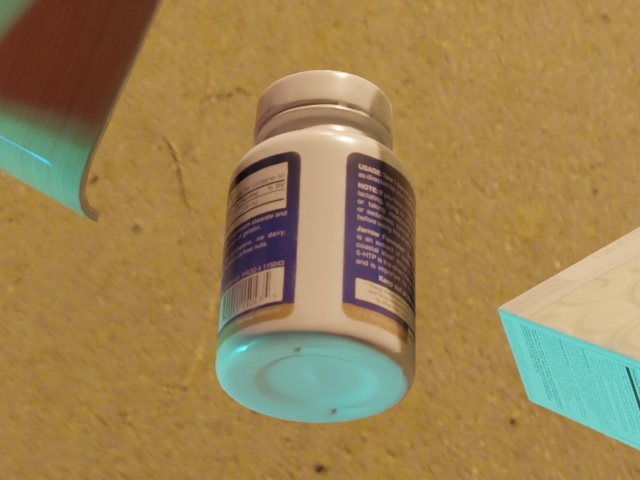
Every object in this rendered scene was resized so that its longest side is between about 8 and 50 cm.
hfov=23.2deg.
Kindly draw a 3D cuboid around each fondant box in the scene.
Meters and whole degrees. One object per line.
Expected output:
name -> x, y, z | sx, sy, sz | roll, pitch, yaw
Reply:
fondant box -> 0.323, 0.067, 1.149 | 0.238, 0.096, 0.330 | -28, 21, -20

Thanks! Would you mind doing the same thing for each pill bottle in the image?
pill bottle -> 0.000, 0.000, 0.902 | 0.112, 0.112, 0.186 | -7, 57, 16

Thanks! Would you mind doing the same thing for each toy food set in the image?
toy food set -> -0.179, -0.193, 1.016 | 0.220, 0.092, 0.306 | 28, 100, 15
